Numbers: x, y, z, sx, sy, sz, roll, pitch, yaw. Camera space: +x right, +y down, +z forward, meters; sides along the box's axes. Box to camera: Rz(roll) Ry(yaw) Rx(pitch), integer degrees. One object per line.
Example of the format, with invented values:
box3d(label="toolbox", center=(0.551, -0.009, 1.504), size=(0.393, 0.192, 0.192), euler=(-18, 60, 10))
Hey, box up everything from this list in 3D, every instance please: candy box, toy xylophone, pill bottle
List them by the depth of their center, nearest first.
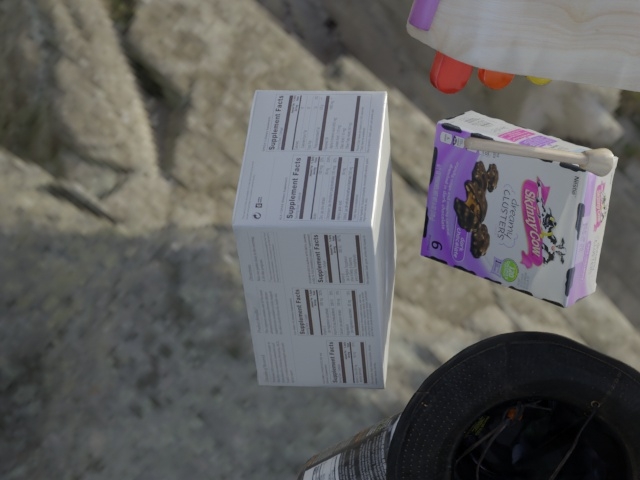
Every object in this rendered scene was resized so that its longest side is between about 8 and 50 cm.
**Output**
box3d(label="toy xylophone", center=(0.224, -0.189, 1.567), size=(0.322, 0.236, 0.081), euler=(13, 20, -37))
box3d(label="candy box", center=(0.217, -0.037, 1.845), size=(0.196, 0.165, 0.070), euler=(21, 26, 33))
box3d(label="pill bottle", center=(0.056, 0.287, 1.920), size=(0.130, 0.245, 0.130), euler=(19, 57, -31))

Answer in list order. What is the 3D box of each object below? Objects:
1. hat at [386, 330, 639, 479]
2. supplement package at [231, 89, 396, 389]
box3d(label="hat", center=(0.234, 0.240, 1.792), size=(0.331, 0.331, 0.134), euler=(39, 8, -6))
box3d(label="supplement package", center=(0.000, 0.000, 1.786), size=(0.145, 0.262, 0.204), euler=(1, 48, 6))
